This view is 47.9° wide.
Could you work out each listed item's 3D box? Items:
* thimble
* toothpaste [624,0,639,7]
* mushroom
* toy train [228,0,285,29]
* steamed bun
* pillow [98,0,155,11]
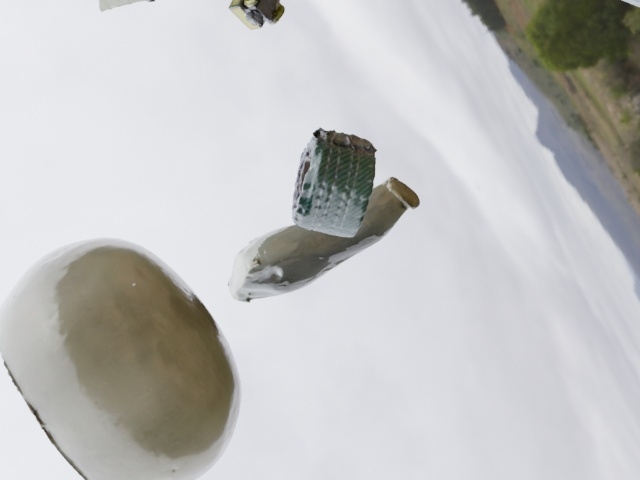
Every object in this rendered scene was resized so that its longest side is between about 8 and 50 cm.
[{"bbox_3d":[0.016,-0.071,0.941,0.090,0.135,0.118,11,-122,-9],"label":"thimble"},{"bbox_3d":[0.172,-0.145,0.316,0.081,0.067,0.336,24,-162,7],"label":"toothpaste"},{"bbox_3d":[0.002,0.001,1.196,0.109,0.352,0.097,65,177,-38],"label":"mushroom"},{"bbox_3d":[-0.061,-0.381,1.002,0.060,0.081,0.202,37,-108,-38],"label":"toy train"},{"bbox_3d":[-0.222,0.139,0.860,0.324,0.206,0.324,50,166,17],"label":"steamed bun"},{"bbox_3d":[-0.302,-0.461,1.099,0.053,0.119,0.208,-9,-84,-51],"label":"pillow"}]
